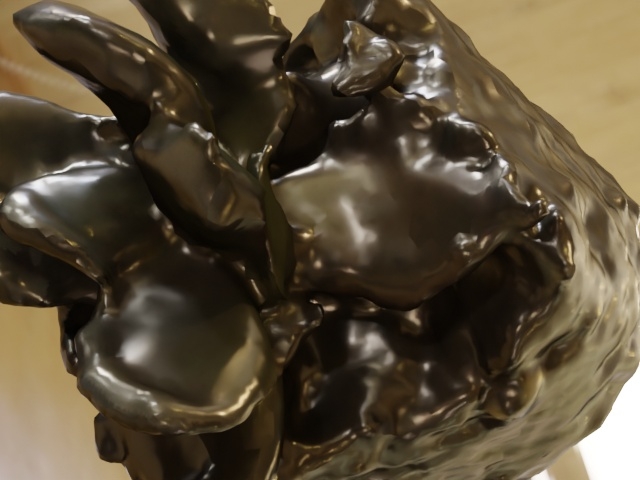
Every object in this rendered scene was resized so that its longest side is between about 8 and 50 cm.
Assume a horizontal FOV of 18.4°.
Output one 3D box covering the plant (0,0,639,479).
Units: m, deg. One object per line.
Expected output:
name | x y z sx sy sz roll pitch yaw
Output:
plant | 0.000 0.000 0.752 0.276 0.188 0.199 18 36 -50
